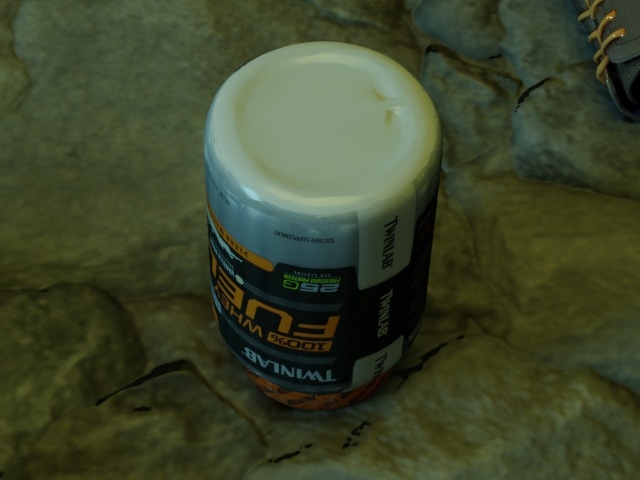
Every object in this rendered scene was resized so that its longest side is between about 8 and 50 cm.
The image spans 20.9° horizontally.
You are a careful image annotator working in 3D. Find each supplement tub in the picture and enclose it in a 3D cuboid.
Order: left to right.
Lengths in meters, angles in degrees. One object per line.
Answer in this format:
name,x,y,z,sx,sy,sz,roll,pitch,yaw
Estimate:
supplement tub,0.000,0.000,0.894,0.117,0.190,0.117,0,52,0

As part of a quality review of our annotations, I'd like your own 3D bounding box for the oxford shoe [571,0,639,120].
oxford shoe,0.200,-0.162,1.066,0.133,0.130,0.363,-42,63,-19
